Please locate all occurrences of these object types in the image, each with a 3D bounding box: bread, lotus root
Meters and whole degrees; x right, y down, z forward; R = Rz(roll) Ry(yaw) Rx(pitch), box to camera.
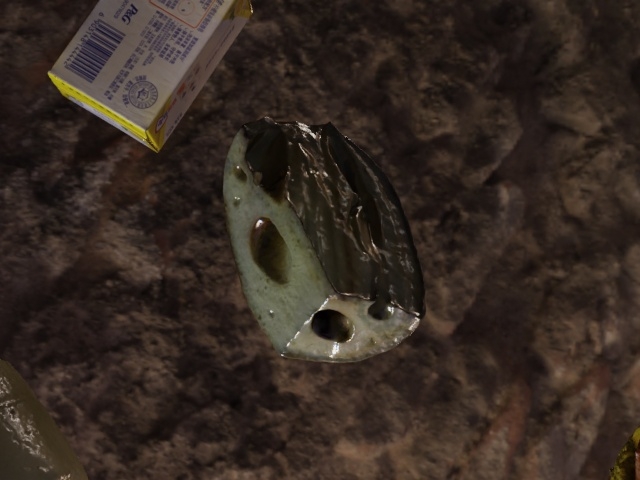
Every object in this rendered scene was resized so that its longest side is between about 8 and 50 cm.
[{"bbox_3d":[-0.282,0.191,0.720,0.134,0.141,0.148,-43,-19,2],"label":"bread"},{"bbox_3d":[-0.004,0.003,1.074,0.210,0.142,0.314,5,-128,-29],"label":"lotus root"}]

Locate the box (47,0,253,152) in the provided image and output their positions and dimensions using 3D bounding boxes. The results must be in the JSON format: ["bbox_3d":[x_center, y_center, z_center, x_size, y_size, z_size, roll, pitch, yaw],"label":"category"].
[{"bbox_3d":[-0.234,-0.281,1.214,0.265,0.168,0.097,-60,-4,-9],"label":"box"}]

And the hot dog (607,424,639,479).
[{"bbox_3d":[0.303,0.267,0.762,0.093,0.123,0.262,-4,-90,-29],"label":"hot dog"}]
